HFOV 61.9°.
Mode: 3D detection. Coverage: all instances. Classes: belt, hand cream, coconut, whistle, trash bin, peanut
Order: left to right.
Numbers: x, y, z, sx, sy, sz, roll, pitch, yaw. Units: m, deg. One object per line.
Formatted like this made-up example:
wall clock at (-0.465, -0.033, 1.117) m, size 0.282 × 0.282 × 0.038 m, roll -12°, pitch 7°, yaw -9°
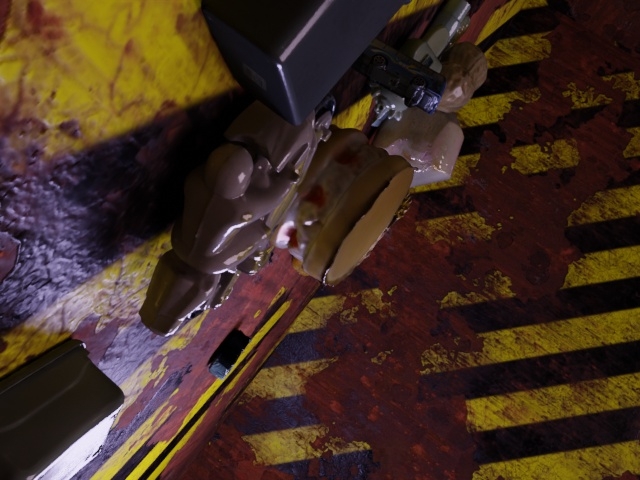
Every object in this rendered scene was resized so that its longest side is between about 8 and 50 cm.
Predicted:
belt at (-0.244, 0.304, 1.431) m, size 0.140 × 0.058 × 0.105 m, roll -55°, pitch 180°, yaw -28°
trash bin at (0.014, -0.234, 0.467) m, size 0.236 × 0.101 × 0.176 m, roll -51°, pitch 175°, yaw -4°
whistle at (0.178, -0.338, 1.059) m, size 0.244 × 0.110 × 0.092 m, roll -53°, pitch -155°, yaw -17°
coconut at (0.240, -0.236, 1.348) m, size 0.241 × 0.241 × 0.241 m, roll -54°, pitch 173°, yaw -10°
hand cream at (0.225, -0.399, 1.223) m, size 0.331 × 0.058 × 0.085 m, roll -57°, pitch 175°, yaw 17°
peanut at (0.315, -0.382, 1.243) m, size 0.298 × 0.120 × 0.136 m, roll -50°, pitch 150°, yaw -48°

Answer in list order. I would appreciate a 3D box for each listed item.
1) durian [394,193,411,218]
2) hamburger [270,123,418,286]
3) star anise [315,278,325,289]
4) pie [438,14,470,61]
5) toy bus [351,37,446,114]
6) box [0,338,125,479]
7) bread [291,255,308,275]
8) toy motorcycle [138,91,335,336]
durian at (0.143, -0.133, 1.436) m, size 0.183 × 0.137 × 0.249 m, roll -13°, pitch -151°, yaw 16°
hamburger at (0.033, -0.077, 0.947) m, size 0.303 × 0.186 × 0.261 m, roll -29°, pitch 153°, yaw -52°
star anise at (0.015, 0.059, 1.697) m, size 0.219 × 0.148 × 0.227 m, roll -9°, pitch -173°, yaw 32°
pie at (0.301, -0.477, 1.386) m, size 0.240 × 0.054 × 0.240 m, roll -52°, pitch 174°, yaw -8°
toy bus at (0.122, -0.258, 0.827) m, size 0.061 × 0.153 × 0.051 m, roll -58°, pitch 176°, yaw -28°
box at (-0.279, 0.193, 0.524) m, size 0.124 × 0.093 × 0.172 m, roll -59°, pitch 172°, yaw 27°
bread at (0.000, 0.000, 1.508) m, size 0.211 × 0.083 × 0.114 m, roll -51°, pitch 177°, yaw -30°
toy motorcycle at (-0.092, -0.040, 0.613) m, size 0.340 × 0.108 × 0.223 m, roll -57°, pitch 173°, yaw 7°
